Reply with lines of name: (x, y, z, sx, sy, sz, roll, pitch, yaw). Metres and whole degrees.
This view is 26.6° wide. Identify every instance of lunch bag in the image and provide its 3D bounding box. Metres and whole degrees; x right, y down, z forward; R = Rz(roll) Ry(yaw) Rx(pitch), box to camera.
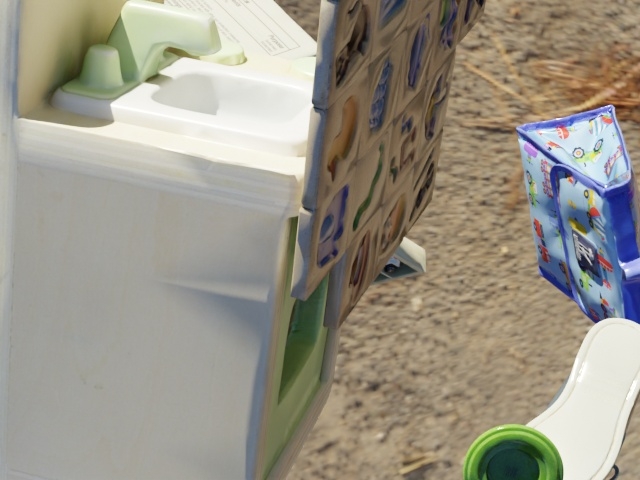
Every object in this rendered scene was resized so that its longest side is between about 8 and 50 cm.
lunch bag: (0.357, -0.012, 1.692, 0.138, 0.293, 0.221, -13, 113, -1)

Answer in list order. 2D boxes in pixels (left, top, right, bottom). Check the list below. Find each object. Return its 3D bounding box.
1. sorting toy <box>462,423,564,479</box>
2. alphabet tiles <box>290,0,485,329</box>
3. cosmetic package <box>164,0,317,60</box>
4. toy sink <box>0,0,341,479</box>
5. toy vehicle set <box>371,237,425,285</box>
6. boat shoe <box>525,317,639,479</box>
sorting toy: (0.093, 0.139, 0.713, 0.061, 0.042, 0.102, 4, 103, 4)
alphabet tiles: (0.037, -0.090, 0.524, 0.009, 0.198, 0.237, 18, 125, 16)
cosmetic package: (-0.168, -0.115, 1.146, 0.160, 0.309, 0.113, 48, 147, 34)
toy sink: (-0.051, -0.014, 0.576, 0.131, 0.153, 0.234, 12, 112, 11)
toy vehicle set: (0.000, 0.000, 1.831, 0.166, 0.267, 0.035, -16, 60, 35)
boat shoe: (0.241, 0.184, 1.278, 0.095, 0.254, 0.079, 18, 142, 20)
